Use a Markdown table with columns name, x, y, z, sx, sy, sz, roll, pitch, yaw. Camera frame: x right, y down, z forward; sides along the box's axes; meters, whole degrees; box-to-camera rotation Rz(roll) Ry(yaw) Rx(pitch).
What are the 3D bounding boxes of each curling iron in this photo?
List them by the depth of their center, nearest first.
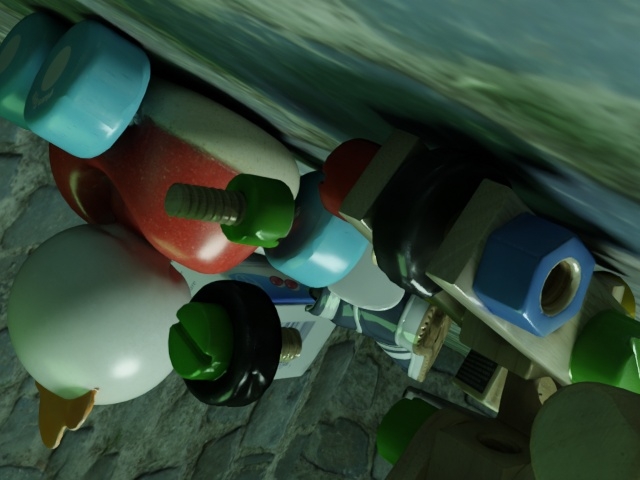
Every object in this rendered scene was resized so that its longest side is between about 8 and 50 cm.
| name | x | y | z | sx | sy | sz | roll | pitch | yaw |
| --- | --- | --- | --- | --- | --- | --- | --- | --- | --- |
| curling iron | 0.211 | 0.214 | 1.110 | 0.274 | 0.035 | 0.068 | 28 | 173 | 2 |

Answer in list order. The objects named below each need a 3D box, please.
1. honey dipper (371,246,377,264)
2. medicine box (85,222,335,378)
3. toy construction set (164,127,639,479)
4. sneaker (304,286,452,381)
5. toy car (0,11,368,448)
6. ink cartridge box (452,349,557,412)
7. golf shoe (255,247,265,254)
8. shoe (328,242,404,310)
| name | x | y | z | sx | sy | sz | roll | pitch | yaw |
| --- | --- | --- | --- | --- | --- | --- | --- | --- | --- |
| honey dipper | 0.111 | 0.032 | 0.773 | 0.161 | 0.030 | 0.030 | 23 | 174 | 28 |
| medicine box | -0.154 | 0.058 | 1.513 | 0.289 | 0.149 | 0.263 | 40 | -164 | 24 |
| toy construction set | 0.109 | 0.087 | 0.452 | 0.237 | 0.257 | 0.309 | 9 | 167 | -39 |
| sneaker | 0.073 | 0.087 | 1.298 | 0.153 | 0.099 | 0.282 | 23 | 169 | 14 |
| toy car | -0.133 | 0.014 | 0.688 | 0.219 | 0.238 | 0.210 | 31 | 176 | -33 |
| ink cartridge box | 0.267 | 0.175 | 1.102 | 0.235 | 0.088 | 0.193 | 28 | 178 | -1 |
| golf shoe | -0.091 | -0.020 | 1.426 | 0.186 | 0.067 | 0.086 | 20 | 179 | -37 |
| shoe | 0.000 | 0.000 | 0.959 | 0.178 | 0.063 | 0.081 | 34 | 179 | 6 |
